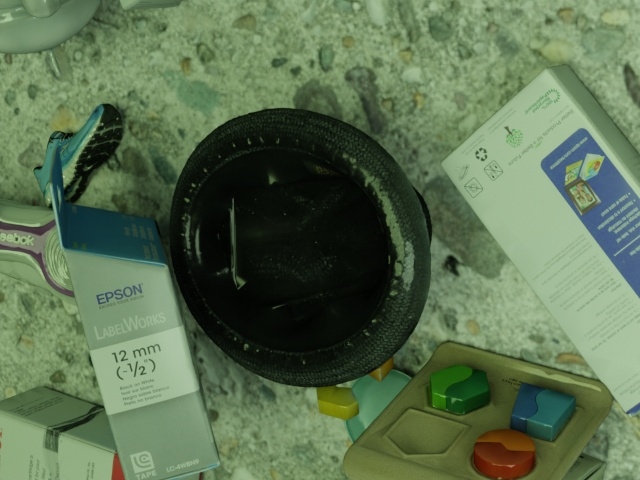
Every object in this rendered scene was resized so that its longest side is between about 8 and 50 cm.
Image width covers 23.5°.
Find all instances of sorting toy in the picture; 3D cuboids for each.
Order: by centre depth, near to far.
[{"bbox_3d":[0.123,0.180,1.600,0.307,0.229,0.041,14,128,28],"label":"sorting toy"}]

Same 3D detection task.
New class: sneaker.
[{"bbox_3d":[-0.307,-0.114,1.890,0.162,0.063,0.073,-47,72,28],"label":"sneaker"},{"bbox_3d":[-0.343,0.000,1.912,0.305,0.152,0.114,19,95,3],"label":"sneaker"}]

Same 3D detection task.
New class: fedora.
[{"bbox_3d":[0.000,0.000,1.675,0.334,0.152,0.334,8,104,34],"label":"fedora"}]

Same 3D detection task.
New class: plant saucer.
[{"bbox_3d":[0.083,0.201,1.742,0.119,0.021,0.119,6,102,29],"label":"plant saucer"}]

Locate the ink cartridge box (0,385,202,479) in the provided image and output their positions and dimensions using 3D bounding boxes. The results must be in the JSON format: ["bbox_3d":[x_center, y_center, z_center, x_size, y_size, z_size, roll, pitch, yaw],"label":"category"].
[{"bbox_3d":[-0.294,0.320,1.933,0.272,0.114,0.197,15,107,27],"label":"ink cartridge box"}]

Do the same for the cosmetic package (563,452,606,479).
[{"bbox_3d":[0.183,0.361,1.661,0.160,0.113,0.310,20,108,26],"label":"cosmetic package"}]

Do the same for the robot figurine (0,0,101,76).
[{"bbox_3d":[-0.359,-0.363,1.758,0.300,0.199,0.354,-121,19,-51],"label":"robot figurine"}]

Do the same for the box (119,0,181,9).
[{"bbox_3d":[-0.187,-0.327,1.753,0.087,0.101,0.102,-27,85,31],"label":"box"}]

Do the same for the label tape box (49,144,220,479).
[{"bbox_3d":[-0.212,0.069,1.725,0.115,0.249,0.348,-13,104,-6],"label":"label tape box"}]

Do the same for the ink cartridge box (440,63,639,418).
[{"bbox_3d":[0.282,-0.001,1.562,0.165,0.065,0.333,-41,77,30],"label":"ink cartridge box"}]
